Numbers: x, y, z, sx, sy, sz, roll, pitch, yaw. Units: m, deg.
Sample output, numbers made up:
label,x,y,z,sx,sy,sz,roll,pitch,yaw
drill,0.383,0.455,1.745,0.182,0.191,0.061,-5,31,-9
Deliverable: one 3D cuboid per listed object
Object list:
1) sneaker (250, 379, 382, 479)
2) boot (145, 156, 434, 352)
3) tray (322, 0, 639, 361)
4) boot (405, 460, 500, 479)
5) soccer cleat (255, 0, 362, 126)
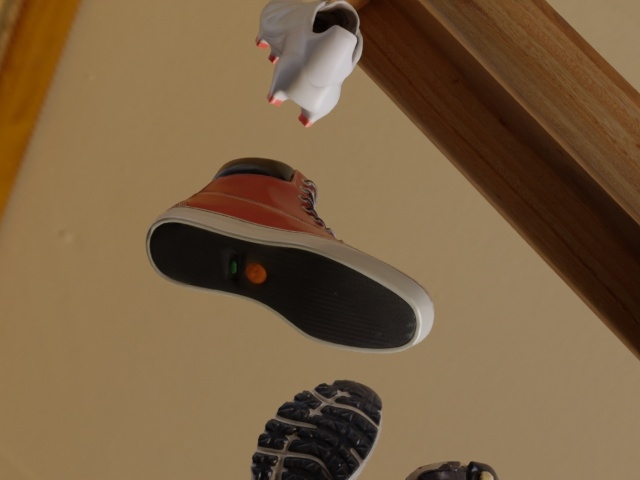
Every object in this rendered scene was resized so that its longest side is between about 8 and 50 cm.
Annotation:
label,x,y,z,sx,sy,sz,roll,pitch,yaw
sneaker,-0.029,0.273,1.639,0.110,0.122,0.283,31,-101,20
boot,0.000,0.000,1.311,0.244,0.176,0.088,20,-59,15
tray,0.160,-0.091,1.185,0.411,0.076,0.203,47,-15,15
boot,0.130,0.339,1.442,0.138,0.377,0.284,-22,-125,13
soccer cleat,-0.002,-0.144,1.117,0.068,0.196,0.076,32,-72,-17
